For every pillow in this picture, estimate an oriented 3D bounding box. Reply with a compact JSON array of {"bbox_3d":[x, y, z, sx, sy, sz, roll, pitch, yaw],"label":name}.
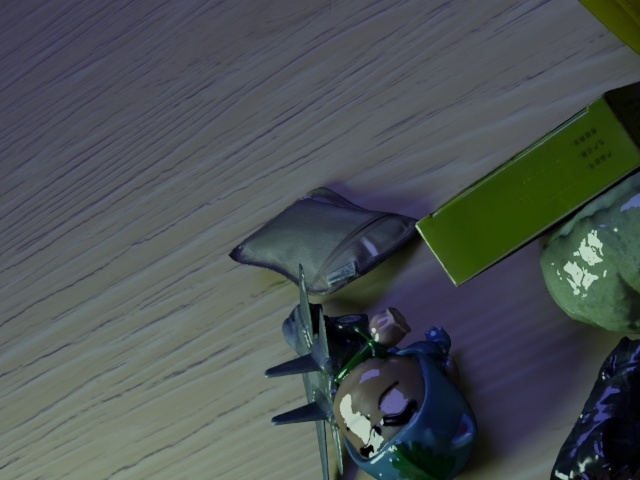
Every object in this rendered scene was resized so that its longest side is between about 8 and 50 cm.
[{"bbox_3d":[0.000,0.000,1.719,0.131,0.038,0.233,-39,25,-19],"label":"pillow"}]

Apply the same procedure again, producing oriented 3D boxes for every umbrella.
[{"bbox_3d":[0.188,0.177,1.248,0.071,0.080,0.224,29,80,25],"label":"umbrella"}]

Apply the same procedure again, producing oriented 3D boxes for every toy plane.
[{"bbox_3d":[0.005,0.096,1.562,0.088,0.212,0.267,-6,14,4],"label":"toy plane"}]

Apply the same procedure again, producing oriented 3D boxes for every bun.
[{"bbox_3d":[0.258,0.004,1.278,0.195,0.118,0.195,-29,-4,-2],"label":"bun"}]

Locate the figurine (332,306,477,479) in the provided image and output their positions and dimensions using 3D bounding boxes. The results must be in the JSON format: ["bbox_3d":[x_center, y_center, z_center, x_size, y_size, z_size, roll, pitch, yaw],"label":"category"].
[{"bbox_3d":[0.060,0.119,1.416,0.114,0.144,0.178,-32,21,19],"label":"figurine"}]

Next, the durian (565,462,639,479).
[{"bbox_3d":[0.196,0.215,1.059,0.196,0.196,0.167,-8,49,49],"label":"durian"}]

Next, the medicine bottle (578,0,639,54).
[{"bbox_3d":[0.361,-0.347,1.485,0.384,0.224,0.224,-44,29,5],"label":"medicine bottle"}]

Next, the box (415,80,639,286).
[{"bbox_3d":[0.194,-0.052,1.376,0.175,0.062,0.260,-35,-6,22],"label":"box"}]
